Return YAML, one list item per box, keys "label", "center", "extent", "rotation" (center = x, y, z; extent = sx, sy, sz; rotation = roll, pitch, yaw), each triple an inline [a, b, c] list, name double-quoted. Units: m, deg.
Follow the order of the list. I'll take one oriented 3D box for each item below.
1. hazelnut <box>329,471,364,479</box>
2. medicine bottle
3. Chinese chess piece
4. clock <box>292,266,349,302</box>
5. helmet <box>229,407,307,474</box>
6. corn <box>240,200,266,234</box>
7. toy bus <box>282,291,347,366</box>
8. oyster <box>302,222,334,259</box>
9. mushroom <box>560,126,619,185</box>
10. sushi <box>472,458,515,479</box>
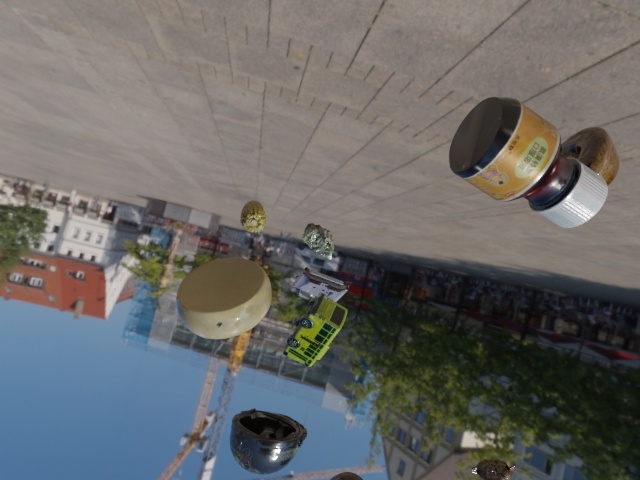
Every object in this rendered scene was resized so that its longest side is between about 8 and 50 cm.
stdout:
- label: "hazelnut"
  center: [0.076, 0.936, 1.500]
  extent: [0.218, 0.233, 0.218]
  rotation: [-1, 148, -1]
- label: "medicine bottle"
  center: [0.567, -0.201, 1.162]
  extent: [0.395, 0.242, 0.242]
  rotation: [24, 174, -11]
- label: "Chinese chess piece"
  center: [-0.273, 0.159, 1.229]
  extent: [0.273, 0.102, 0.273]
  rotation: [-4, -147, 3]
- label: "clock"
  center: [-0.007, 0.232, 2.134]
  extent: [0.253, 0.083, 0.186]
  rotation: [21, 145, -10]
- label: "helmet"
  center: [-0.182, 0.674, 1.428]
  extent: [0.231, 0.160, 0.279]
  rotation: [10, 170, 38]
- label: "corn"
  center: [-0.245, -0.094, 1.575]
  extent: [0.091, 0.091, 0.260]
  rotation: [16, -170, -14]
- label: "toy bus"
  center: [-0.021, 0.331, 1.563]
  extent: [0.150, 0.262, 0.128]
  rotation: [31, -145, 0]
- label: "oyster"
  center: [0.000, 0.000, 1.950]
  extent: [0.177, 0.125, 0.064]
  rotation: [33, 174, 0]
- label: "mushroom"
  center: [0.839, -0.225, 1.435]
  extent: [0.195, 0.283, 0.263]
  rotation: [41, -152, -19]
- label: "sushi"
  center: [0.520, 0.683, 1.289]
  extent: [0.120, 0.055, 0.052]
  rotation: [-12, -164, 42]
